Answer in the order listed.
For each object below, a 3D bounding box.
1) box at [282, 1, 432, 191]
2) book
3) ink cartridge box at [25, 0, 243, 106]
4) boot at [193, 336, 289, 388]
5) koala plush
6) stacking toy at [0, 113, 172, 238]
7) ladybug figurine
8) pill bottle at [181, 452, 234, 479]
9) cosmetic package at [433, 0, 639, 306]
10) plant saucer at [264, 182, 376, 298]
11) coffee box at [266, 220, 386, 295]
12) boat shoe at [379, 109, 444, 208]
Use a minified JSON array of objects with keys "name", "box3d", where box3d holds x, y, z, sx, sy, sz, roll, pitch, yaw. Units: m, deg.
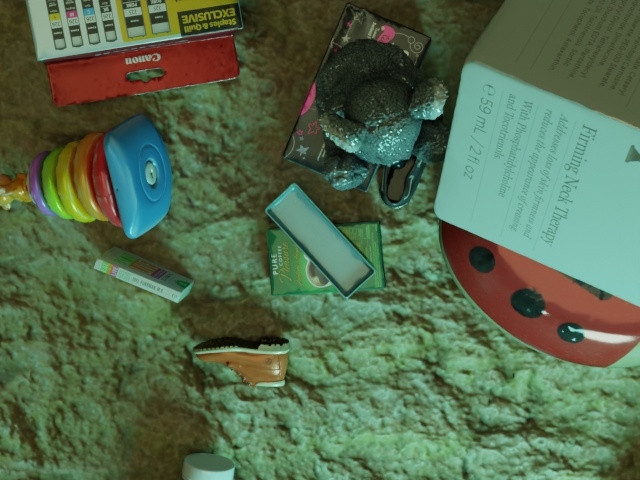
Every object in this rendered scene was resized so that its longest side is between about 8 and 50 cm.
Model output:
[{"name":"box","box3d":[0.057,-0.217,1.743,0.142,0.163,0.247,24,100,-2]},{"name":"book","box3d":[-0.283,0.058,1.848,0.144,0.096,0.035,22,99,2]},{"name":"ink cartridge box","box3d":[-0.282,-0.358,1.740,0.310,0.130,0.271,-11,98,-8]},{"name":"boot","box3d":[-0.130,0.202,1.875,0.158,0.059,0.084,2,103,4]},{"name":"koala plush","box3d":[0.077,-0.171,1.554,0.196,0.221,0.203,-17,101,3]},{"name":"stacking toy","box3d":[-0.401,-0.090,1.825,0.302,0.166,0.175,-6,108,18]},{"name":"ladybug figurine","box3d":[0.382,0.035,1.747,0.449,0.162,0.305,25,100,2]},{"name":"pill bottle","box3d":[-0.195,0.451,1.887,0.112,0.112,0.186,10,98,4]},{"name":"cosmetic package","box3d":[0.410,-0.160,1.540,0.394,0.329,0.327,25,57,15]},{"name":"plant saucer","box3d":[0.000,0.000,1.812,0.067,0.018,0.192,-43,90,7]},{"name":"coffee box","box3d":[0.009,0.028,1.843,0.184,0.040,0.113,-5,95,6]},{"name":"boat shoe","box3d":[0.143,-0.146,1.794,0.075,0.065,0.206,19,99,3]}]
